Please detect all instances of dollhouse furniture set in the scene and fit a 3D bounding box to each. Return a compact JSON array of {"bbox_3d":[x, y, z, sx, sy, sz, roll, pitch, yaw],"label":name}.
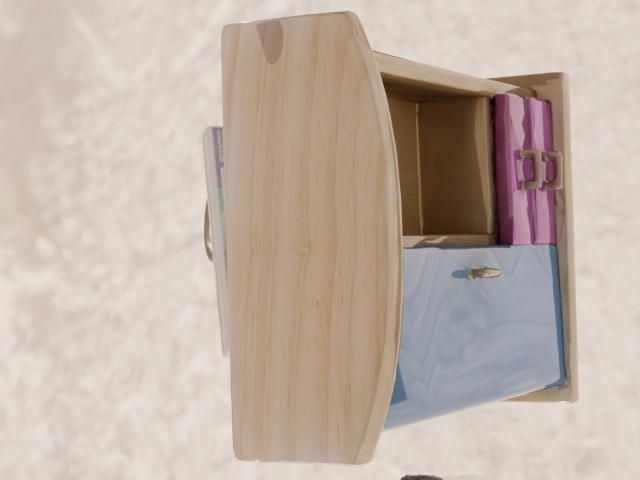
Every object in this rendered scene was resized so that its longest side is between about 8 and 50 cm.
[{"bbox_3d":[0.149,-0.052,0.463,0.303,0.198,0.286,-2,89,28],"label":"dollhouse furniture set"}]

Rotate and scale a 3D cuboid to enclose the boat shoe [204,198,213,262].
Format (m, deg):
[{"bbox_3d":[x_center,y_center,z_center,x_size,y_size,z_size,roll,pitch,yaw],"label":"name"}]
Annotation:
[{"bbox_3d":[-0.061,-0.094,1.782,0.111,0.104,0.307,-41,-31,-63],"label":"boat shoe"}]

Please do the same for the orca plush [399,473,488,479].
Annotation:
[{"bbox_3d":[0.052,0.291,1.367,0.151,0.287,0.102,-35,62,39],"label":"orca plush"}]

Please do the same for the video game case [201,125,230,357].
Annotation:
[{"bbox_3d":[0.000,0.000,1.196,0.023,0.183,0.201,125,141,-59],"label":"video game case"}]
